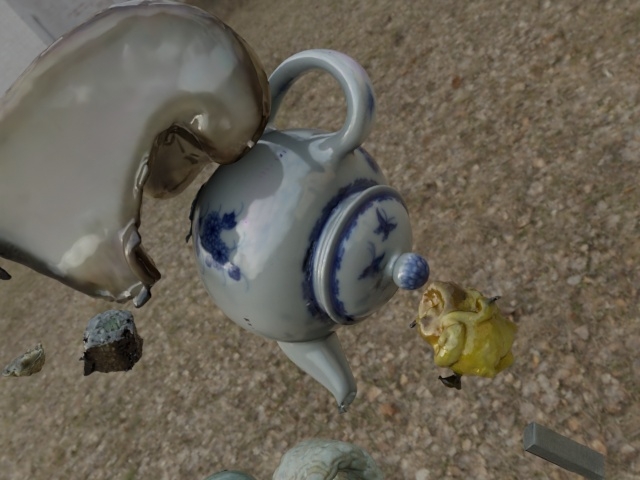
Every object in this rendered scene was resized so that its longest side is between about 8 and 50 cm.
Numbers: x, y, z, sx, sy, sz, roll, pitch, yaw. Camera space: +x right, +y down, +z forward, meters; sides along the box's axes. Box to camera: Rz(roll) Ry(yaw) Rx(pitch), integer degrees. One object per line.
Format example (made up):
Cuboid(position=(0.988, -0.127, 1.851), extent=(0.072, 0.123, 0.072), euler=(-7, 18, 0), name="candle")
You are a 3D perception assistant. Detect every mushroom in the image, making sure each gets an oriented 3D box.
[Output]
Cuboid(position=(-0.219, -0.140, 0.740), extent=(0.313, 0.224, 0.397), euler=(-53, 19, 12), name="mushroom")

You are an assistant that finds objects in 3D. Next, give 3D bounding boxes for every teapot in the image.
Cuboid(position=(0.000, 0.000, 0.736), extent=(0.280, 0.424, 0.252), euler=(18, 28, 36), name="teapot")

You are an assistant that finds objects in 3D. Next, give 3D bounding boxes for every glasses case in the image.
Cuboid(position=(0.606, 0.529, 1.599), extent=(0.047, 0.205, 0.071), euler=(-60, 6, 41), name="glasses case")

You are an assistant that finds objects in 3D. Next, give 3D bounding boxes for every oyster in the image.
Cuboid(position=(-0.590, 0.248, 1.285), extent=(0.083, 0.038, 0.081), euler=(-20, 35, -19), name="oyster")

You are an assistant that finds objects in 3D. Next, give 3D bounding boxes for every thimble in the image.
Cuboid(position=(0.017, 0.642, 1.573), extent=(0.195, 0.291, 0.291), euler=(-11, 38, 47), name="thimble")

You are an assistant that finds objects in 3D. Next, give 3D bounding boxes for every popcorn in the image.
Cuboid(position=(0.406, 0.242, 1.802), extent=(0.281, 0.316, 0.297), euler=(-51, -19, 28), name="popcorn")

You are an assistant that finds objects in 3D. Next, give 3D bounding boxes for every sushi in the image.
Cuboid(position=(-0.361, 0.174, 1.104), extent=(0.098, 0.084, 0.094), euler=(-7, 39, -5), name="sushi")

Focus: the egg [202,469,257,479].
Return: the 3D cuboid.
Cuboid(position=(-0.206, 0.578, 1.324), extent=(0.236, 0.169, 0.169), euler=(-59, 24, 10), name="egg")
